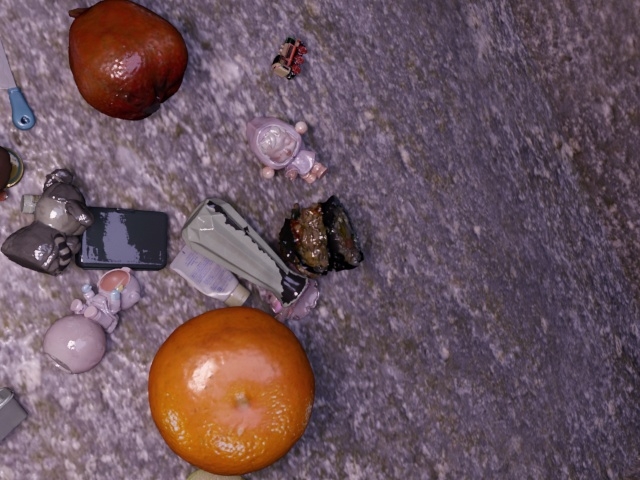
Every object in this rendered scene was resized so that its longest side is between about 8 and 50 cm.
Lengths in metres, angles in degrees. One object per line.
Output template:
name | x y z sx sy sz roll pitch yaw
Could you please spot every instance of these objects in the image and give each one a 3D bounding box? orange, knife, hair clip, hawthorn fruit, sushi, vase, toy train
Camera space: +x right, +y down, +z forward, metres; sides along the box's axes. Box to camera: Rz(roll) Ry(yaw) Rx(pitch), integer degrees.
orange | -0.224 0.373 1.639 0.424 0.326 0.423 0 90 -22
knife | -0.751 -0.379 1.546 0.058 0.032 0.244 -25 95 -26
hair clip | -0.112 0.203 1.901 0.173 0.069 0.300 48 51 -23
hawthorn fruit | -0.477 -0.451 1.608 0.295 0.295 0.311 -1 62 -35
sushi | -0.005 0.002 1.918 0.219 0.238 0.225 -21 110 10
vase | -0.203 0.036 1.776 0.360 0.165 0.165 39 65 -19
toy train | -0.095 -0.570 2.011 0.087 0.050 0.138 26 70 -27

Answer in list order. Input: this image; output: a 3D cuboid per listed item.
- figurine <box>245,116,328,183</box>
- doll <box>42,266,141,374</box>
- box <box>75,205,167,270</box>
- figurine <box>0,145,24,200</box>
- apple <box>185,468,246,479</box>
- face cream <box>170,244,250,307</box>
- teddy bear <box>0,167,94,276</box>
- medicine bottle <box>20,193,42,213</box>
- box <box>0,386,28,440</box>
figurine | -0.101 -0.264 1.925 0.276 0.133 0.200 35 95 -31
doll | -0.539 0.185 1.571 0.151 0.151 0.287 47 55 -22
box | -0.507 -0.003 1.659 0.230 0.050 0.160 3 83 -34
figurine | -0.731 -0.159 1.388 0.158 0.275 0.161 -23 101 -18
apple | -0.278 0.701 1.706 0.265 0.120 0.193 33 54 -31
face cream | -0.301 0.099 1.796 0.224 0.070 0.114 40 60 -12
teddy bear | -0.600 -0.026 1.497 0.251 0.171 0.144 -56 147 -11
medicine bottle | -0.672 -0.085 1.554 0.083 0.047 0.047 4 82 -35
box | -0.723 0.397 1.447 0.122 0.084 0.069 -46 118 -28
